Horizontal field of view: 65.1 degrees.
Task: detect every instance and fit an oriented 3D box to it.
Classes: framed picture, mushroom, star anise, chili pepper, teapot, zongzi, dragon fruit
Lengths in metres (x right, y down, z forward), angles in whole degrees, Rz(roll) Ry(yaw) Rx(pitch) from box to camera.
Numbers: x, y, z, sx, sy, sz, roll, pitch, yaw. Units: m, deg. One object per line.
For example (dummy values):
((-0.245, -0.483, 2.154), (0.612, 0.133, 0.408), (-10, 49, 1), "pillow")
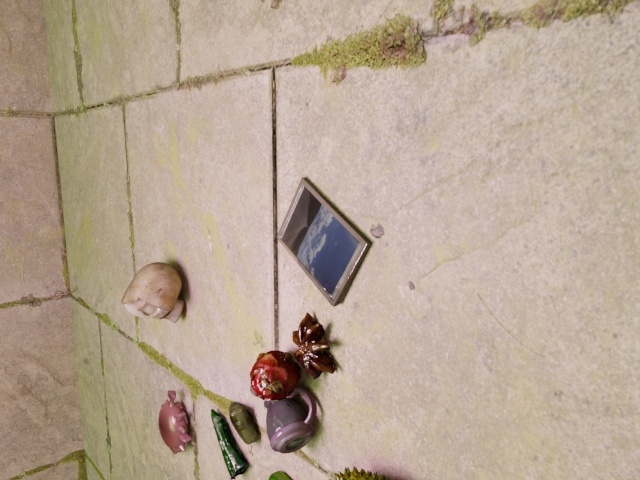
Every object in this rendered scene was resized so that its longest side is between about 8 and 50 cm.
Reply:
((0.000, 0.000, 1.165), (0.260, 0.023, 0.189), (48, 127, 33), "framed picture")
((-0.558, 0.174, 1.735), (0.253, 0.195, 0.189), (-16, 51, 55), "mushroom")
((-0.024, 0.256, 1.206), (0.168, 0.057, 0.168), (19, 116, 46), "star anise")
((-0.304, 0.638, 1.598), (0.227, 0.059, 0.088), (55, 137, 30), "chili pepper")
((-0.085, 0.443, 1.273), (0.146, 0.116, 0.148), (58, 140, 41), "teapot")
((-0.228, 0.564, 1.518), (0.154, 0.062, 0.130), (63, 160, -3), "zongzi")
((-0.127, 0.332, 1.284), (0.125, 0.125, 0.246), (-65, 19, -10), "dragon fruit")

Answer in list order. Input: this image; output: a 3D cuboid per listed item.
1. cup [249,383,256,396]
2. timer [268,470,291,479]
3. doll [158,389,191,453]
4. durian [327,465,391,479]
((-0.151, 0.401, 1.394), (0.083, 0.074, 0.054), (-51, 23, 44), "cup")
((-0.103, 0.721, 1.388), (0.128, 0.047, 0.140), (24, 114, 45), "timer")
((-0.543, 0.674, 1.850), (0.211, 0.093, 0.262), (10, 105, 51), "doll")
((0.085, 0.598, 1.035), (0.291, 0.225, 0.291), (17, 137, 17), "durian")
